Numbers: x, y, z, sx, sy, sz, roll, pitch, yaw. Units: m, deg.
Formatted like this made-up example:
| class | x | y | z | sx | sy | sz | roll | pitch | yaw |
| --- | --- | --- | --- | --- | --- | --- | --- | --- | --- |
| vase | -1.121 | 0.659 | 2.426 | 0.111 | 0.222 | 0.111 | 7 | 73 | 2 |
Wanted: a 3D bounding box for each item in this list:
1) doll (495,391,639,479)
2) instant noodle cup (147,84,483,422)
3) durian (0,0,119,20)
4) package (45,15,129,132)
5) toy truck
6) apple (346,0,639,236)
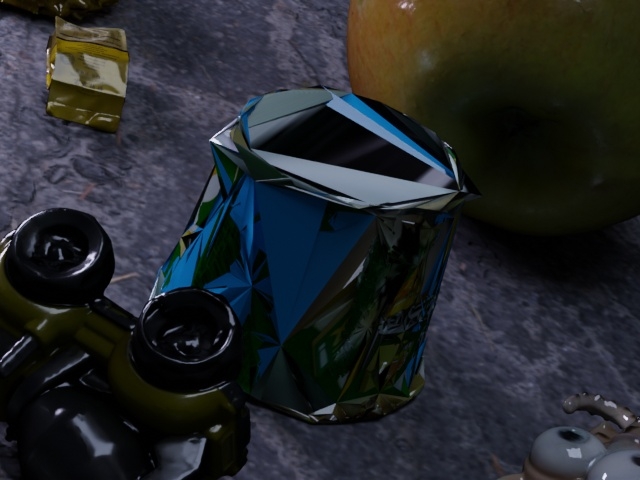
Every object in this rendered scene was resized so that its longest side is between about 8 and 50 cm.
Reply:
| class | x | y | z | sx | sy | sz | roll | pitch | yaw |
| --- | --- | --- | --- | --- | --- | --- | --- | --- | --- |
| doll | 0.222 | 0.176 | 1.396 | 0.154 | 0.119 | 0.278 | 14 | 21 | 18 |
| instant noodle cup | 0.000 | 0.000 | 1.486 | 0.240 | 0.178 | 0.240 | 14 | 30 | -8 |
| durian | -0.282 | -0.318 | 1.901 | 0.250 | 0.138 | 0.183 | 42 | 28 | 24 |
| package | -0.211 | -0.153 | 1.746 | 0.071 | 0.047 | 0.131 | 15 | 28 | -14 |
| toy truck | -0.156 | 0.099 | 1.288 | 0.224 | 0.147 | 0.165 | 33 | 60 | 20 |
| apple | 0.187 | -0.159 | 1.737 | 0.338 | 0.338 | 0.305 | 12 | 50 | -13 |
